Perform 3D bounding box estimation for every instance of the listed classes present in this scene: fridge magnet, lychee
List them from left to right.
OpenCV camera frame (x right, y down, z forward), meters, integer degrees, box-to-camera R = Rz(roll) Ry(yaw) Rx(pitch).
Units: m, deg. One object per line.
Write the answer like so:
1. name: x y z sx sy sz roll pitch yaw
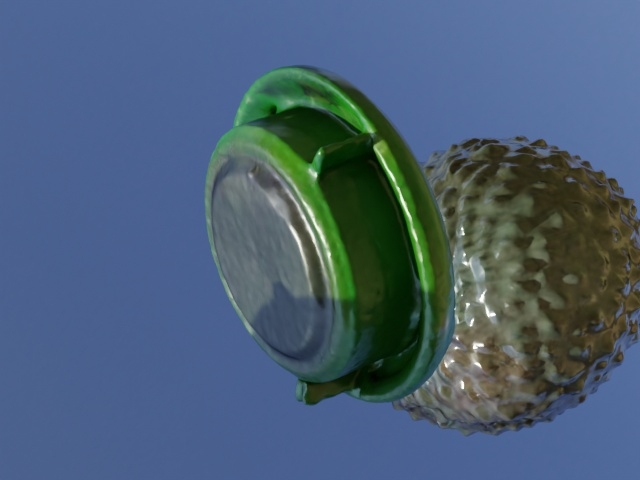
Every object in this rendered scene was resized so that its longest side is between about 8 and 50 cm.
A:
1. fridge magnet: 0.000 0.000 0.714 0.088 0.208 0.208 -20 -107 -28
2. lychee: 0.155 0.039 1.017 0.274 0.255 0.255 5 -120 -43
